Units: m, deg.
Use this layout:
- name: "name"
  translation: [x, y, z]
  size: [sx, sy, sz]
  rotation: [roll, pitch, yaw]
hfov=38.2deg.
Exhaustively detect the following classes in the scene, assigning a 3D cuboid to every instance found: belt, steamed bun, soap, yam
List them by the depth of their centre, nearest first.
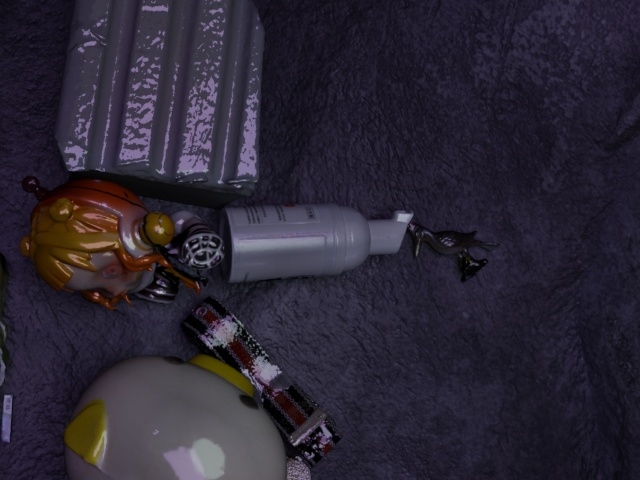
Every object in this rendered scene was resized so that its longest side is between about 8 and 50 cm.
- name: "steamed bun"
  translation: [-0.237, 0.356, 1.526]
  size: [0.374, 0.334, 0.334]
  rotation: [26, 75, 5]
- name: "soap"
  translation: [-0.285, -0.296, 1.674]
  size: [0.350, 0.213, 0.435]
  rotation: [6, 80, -12]
- name: "yam"
  translation: [-0.061, 0.431, 1.677]
  size: [0.084, 0.127, 0.084]
  rotation: [2, 79, -11]
- name: "belt"
  translation: [-0.109, 0.255, 1.698]
  size: [0.094, 0.126, 0.359]
  rotation: [-43, 89, -8]

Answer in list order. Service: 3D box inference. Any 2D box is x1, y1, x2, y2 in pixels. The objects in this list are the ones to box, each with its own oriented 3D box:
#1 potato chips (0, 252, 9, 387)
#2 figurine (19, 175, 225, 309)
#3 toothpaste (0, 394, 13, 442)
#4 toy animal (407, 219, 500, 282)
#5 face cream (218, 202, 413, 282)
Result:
- name: "potato chips"
  translation: [-0.714, 0.158, 1.539]
  size: [0.373, 0.097, 0.389]
  rotation: [10, 77, -26]
- name: "figurine"
  translation: [-0.351, 0.003, 1.568]
  size: [0.323, 0.320, 0.196]
  rotation: [13, 58, -32]
- name: "toothpaste"
  translation: [-0.546, 0.311, 1.609]
  size: [0.017, 0.020, 0.083]
  rotation: [2, 81, -12]
- name: "toy animal"
  translation: [0.264, 0.009, 1.874]
  size: [0.202, 0.070, 0.105]
  rotation: [22, 66, -7]
- name: "face cream"
  translation: [0.000, 0.000, 1.746]
  size: [0.370, 0.145, 0.145]
  rotation: [-2, 83, -15]
